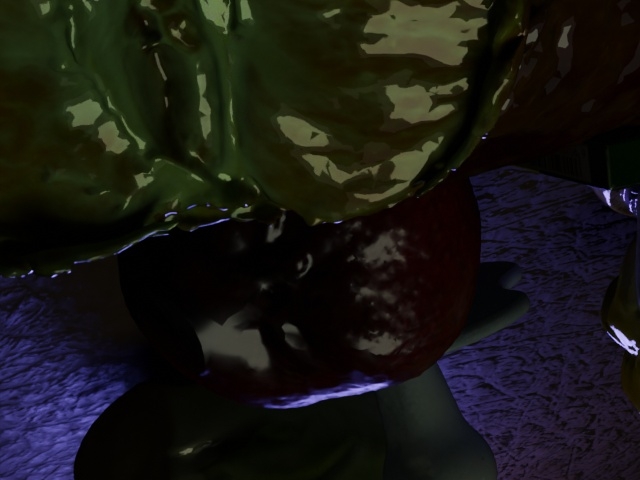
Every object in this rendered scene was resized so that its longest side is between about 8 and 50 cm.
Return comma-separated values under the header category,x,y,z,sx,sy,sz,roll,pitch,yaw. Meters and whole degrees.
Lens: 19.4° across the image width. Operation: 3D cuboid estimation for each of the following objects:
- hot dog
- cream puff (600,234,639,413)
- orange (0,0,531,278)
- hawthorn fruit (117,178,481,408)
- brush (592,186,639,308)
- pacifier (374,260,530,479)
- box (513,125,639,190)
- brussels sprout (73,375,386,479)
category,x,y,z,sx,sy,sz,roll,pitch,yaw
hot dog,0.159,-0.149,1.036,0.387,0.174,0.267,-15,161,-39
cream puff,0.410,0.057,1.584,0.324,0.291,0.257,-43,177,5
orange,-0.082,-0.117,0.821,0.335,0.196,0.262,-15,118,1
hawthorn fruit,0.000,0.000,1.197,0.230,0.210,0.266,-26,174,18
brush,0.330,-0.064,1.367,0.267,0.166,0.174,-29,156,14
pacifier,0.053,0.111,1.388,0.244,0.233,0.299,-22,-175,8
box,0.184,-0.072,1.221,0.132,0.034,0.235,-12,-166,-21
brussels sprout,-0.049,0.221,1.600,0.328,0.247,0.328,-16,141,-14
